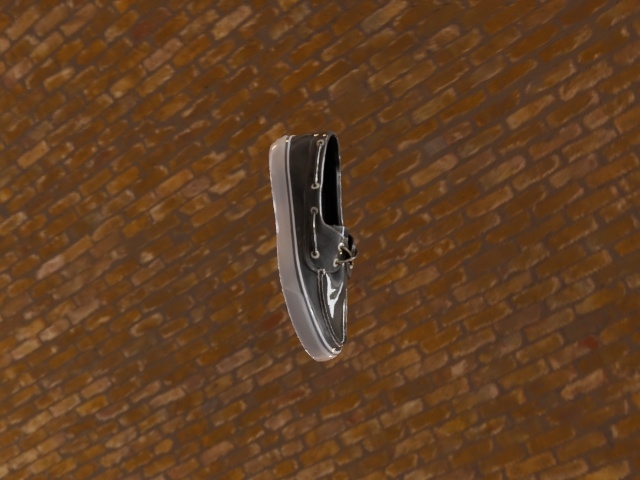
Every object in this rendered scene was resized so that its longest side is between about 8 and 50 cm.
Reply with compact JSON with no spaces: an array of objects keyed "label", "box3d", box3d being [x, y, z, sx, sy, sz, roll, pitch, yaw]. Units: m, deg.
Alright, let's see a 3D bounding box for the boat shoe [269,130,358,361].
[{"label":"boat shoe","box3d":[0.000,0.000,0.514,0.040,0.049,0.142,-15,-103,23]}]
